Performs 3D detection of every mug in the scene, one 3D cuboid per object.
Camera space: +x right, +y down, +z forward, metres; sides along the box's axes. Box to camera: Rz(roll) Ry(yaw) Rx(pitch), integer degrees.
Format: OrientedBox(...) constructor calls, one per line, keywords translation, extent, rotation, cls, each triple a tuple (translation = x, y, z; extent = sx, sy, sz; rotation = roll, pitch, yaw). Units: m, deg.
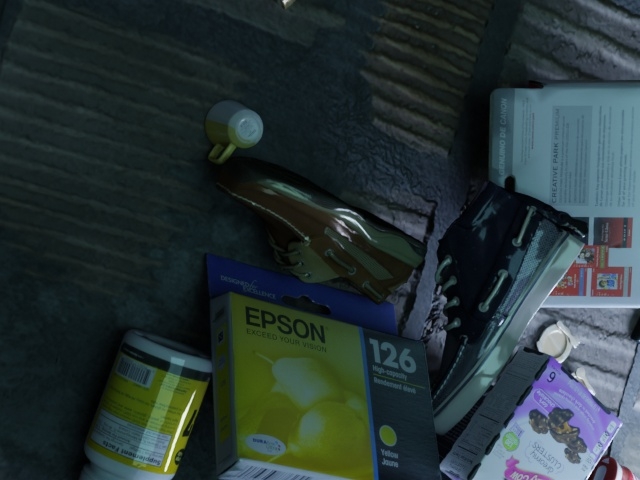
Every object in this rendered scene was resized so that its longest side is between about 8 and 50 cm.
OrientedBox(translation=(-0.102, -0.132, 1.485), extent=(0.062, 0.064, 0.078), rotation=(-1, 101, -29), cls="mug")

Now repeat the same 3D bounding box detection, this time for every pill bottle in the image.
OrientedBox(translation=(-0.216, 0.223, 1.460), extent=(0.119, 0.119, 0.208), rotation=(20, 90, -30), cls="pill bottle")

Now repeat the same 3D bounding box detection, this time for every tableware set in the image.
OrientedBox(translation=(0.338, 0.213, 1.811), extent=(0.169, 0.020, 0.141), rotation=(-36, 114, -18), cls="tableware set")

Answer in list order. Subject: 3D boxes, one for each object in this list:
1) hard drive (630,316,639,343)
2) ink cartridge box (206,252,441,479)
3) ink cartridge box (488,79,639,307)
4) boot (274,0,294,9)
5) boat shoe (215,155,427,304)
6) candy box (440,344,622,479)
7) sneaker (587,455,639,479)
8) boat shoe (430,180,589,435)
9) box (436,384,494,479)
OrientedBox(translation=(0.560, 0.141, 1.914), extent=(0.135, 0.022, 0.094), rotation=(29, 85, -29), cls="hard drive")
OrientedBox(translation=(0.006, 0.167, 1.495), extent=(0.304, 0.072, 0.307), rotation=(16, 53, -30), cls="ink cartridge box")
OrientedBox(translation=(0.361, -0.069, 1.683), extent=(0.272, 0.130, 0.309), rotation=(1, 100, 1), cls="ink cartridge box")
OrientedBox(translation=(0.041, -0.377, 1.508), extent=(0.269, 0.089, 0.236), rotation=(-42, 105, -15), cls="boot")
OrientedBox(translation=(0.000, 0.000, 1.524), extent=(0.324, 0.122, 0.120), rotation=(26, 96, -36), cls="boat shoe")
OrientedBox(translation=(0.273, 0.265, 1.556), extent=(0.165, 0.070, 0.196), rotation=(41, 77, -26), cls="candy box")
OrientedBox(translation=(0.447, 0.460, 1.879), extent=(0.128, 0.087, 0.221), rotation=(30, 86, -28), cls="sneaker")
OrientedBox(translation=(0.197, 0.080, 1.598), extent=(0.158, 0.127, 0.340), rotation=(34, 91, 0), cls="boat shoe")
OrientedBox(translation=(0.184, 0.419, 1.677), extent=(0.312, 0.179, 0.343), rotation=(-31, 112, -21), cls="box")
